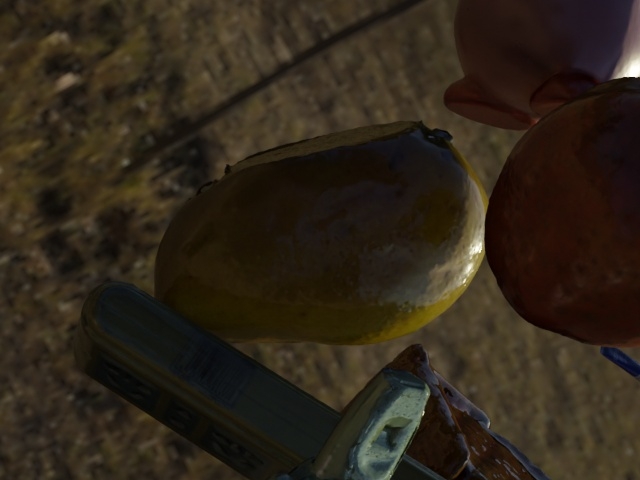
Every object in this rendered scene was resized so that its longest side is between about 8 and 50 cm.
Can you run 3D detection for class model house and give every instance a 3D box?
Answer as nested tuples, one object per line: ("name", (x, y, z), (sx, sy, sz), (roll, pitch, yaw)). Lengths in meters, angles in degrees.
("model house", (0.088, 0.232, 1.469), (0.229, 0.199, 0.219), (45, 3, 11))

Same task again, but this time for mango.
("mango", (0.000, 0.000, 1.315), (0.130, 0.262, 0.167), (70, 11, -87))

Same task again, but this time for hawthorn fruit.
("hawthorn fruit", (0.195, -0.017, 1.137), (0.189, 0.189, 0.189), (42, 34, -37))

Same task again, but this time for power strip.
("power strip", (-0.010, 0.159, 1.254), (0.387, 0.092, 0.066), (31, 62, 1))

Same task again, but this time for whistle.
("whistle", (-0.004, 0.177, 1.014), (0.114, 0.235, 0.077), (16, 24, -39))

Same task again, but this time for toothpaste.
("toothpaste", (0.314, 0.128, 1.749), (0.083, 0.015, 0.024), (35, 39, -11))

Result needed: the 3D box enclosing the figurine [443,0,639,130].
("figurine", (0.195, -0.179, 1.438), (0.173, 0.173, 0.173), (42, 34, -37))
